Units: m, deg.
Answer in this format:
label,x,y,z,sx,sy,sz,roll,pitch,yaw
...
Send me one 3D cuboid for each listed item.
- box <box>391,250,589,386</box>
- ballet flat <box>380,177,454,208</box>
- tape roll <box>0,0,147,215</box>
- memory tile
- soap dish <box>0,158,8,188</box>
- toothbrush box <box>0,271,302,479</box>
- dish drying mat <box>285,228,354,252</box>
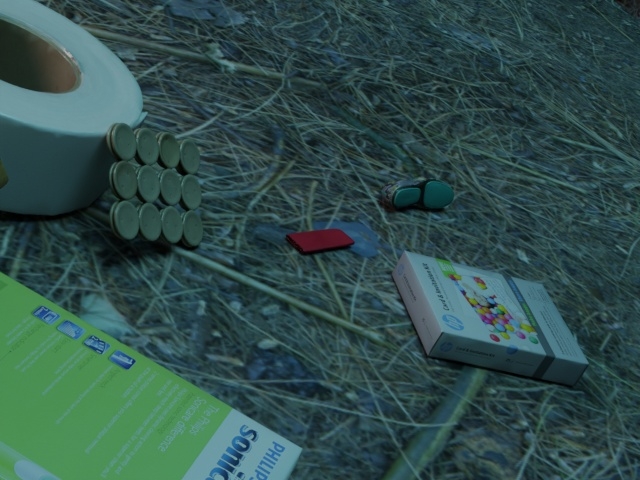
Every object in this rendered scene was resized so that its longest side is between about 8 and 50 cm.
label,x,y,z,sx,sy,sz,roll,pitch,yaw
box,0.182,0.084,1.367,0.186,0.038,0.145,13,31,-23
ballet flat,0.117,-0.061,1.557,0.114,0.041,0.041,-2,39,-44
tape roll,-0.320,-0.148,1.237,0.286,0.100,0.286,26,25,-13
memory tile,-0.159,-0.052,1.222,0.012,0.113,0.148,-7,-7,28
soap dish,-0.430,-0.092,1.004,0.291,0.118,0.229,35,43,11
toothbrush box,-0.184,0.159,0.834,0.283,0.122,0.206,28,27,4
dish drying mat,0.000,0.000,1.383,0.083,0.008,0.032,-9,44,-47
